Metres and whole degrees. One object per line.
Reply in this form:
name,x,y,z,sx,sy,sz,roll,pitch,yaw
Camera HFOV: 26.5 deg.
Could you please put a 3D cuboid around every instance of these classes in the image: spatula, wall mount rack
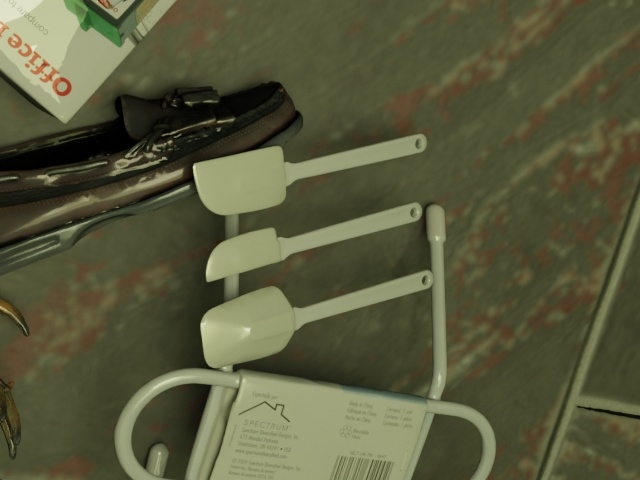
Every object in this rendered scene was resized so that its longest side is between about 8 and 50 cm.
spatula,0.000,0.000,1.097,0.242,0.019,0.168,-14,105,-39
wall mount rack,-0.008,0.109,1.167,0.350,0.130,0.304,11,105,-26

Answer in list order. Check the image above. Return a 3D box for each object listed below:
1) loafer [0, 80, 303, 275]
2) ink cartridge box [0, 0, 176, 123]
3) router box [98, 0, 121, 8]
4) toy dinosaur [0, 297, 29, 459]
loafer,-0.160,-0.067,1.055,0.303,0.109,0.095,-25,109,-12
ink cartridge box,-0.183,-0.219,1.001,0.160,0.092,0.219,42,87,-27
router box,-0.100,-0.355,0.884,0.335,0.301,0.082,-39,151,-8
toy dinosaur,-0.323,0.180,1.053,0.200,0.127,0.295,-3,113,-30
